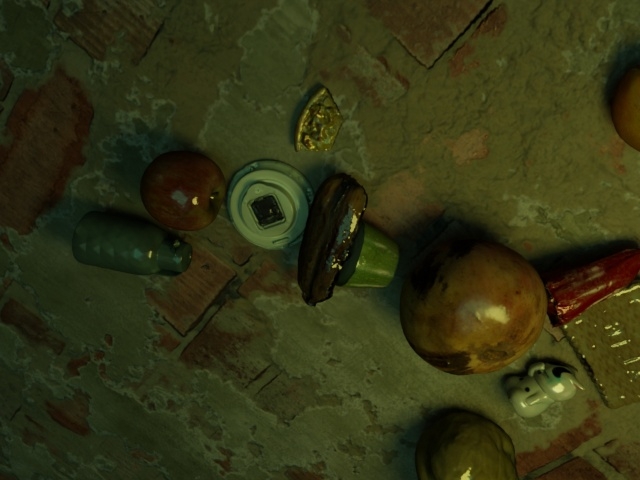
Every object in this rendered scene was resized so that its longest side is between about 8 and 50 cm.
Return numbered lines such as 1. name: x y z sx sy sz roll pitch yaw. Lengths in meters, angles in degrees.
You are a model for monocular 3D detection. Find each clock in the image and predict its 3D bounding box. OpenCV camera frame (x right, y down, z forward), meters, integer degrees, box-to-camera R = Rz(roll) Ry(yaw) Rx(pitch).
1. clock: -0.126 -0.078 1.219 0.237 0.053 0.236 5 115 10

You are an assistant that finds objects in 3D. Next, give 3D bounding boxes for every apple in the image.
1. apple: -0.324 -0.119 1.167 0.174 0.188 0.188 17 115 13

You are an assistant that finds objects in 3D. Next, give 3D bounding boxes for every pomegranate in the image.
1. pomegranate: 0.332 0.148 1.096 0.322 0.322 0.321 4 113 10

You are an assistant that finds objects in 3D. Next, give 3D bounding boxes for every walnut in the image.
1. walnut: 0.380 0.606 1.290 0.253 0.277 0.282 39 126 0

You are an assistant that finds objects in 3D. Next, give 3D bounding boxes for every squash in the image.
1. squash: 0.109 0.040 1.168 0.123 0.170 0.170 15 116 -11

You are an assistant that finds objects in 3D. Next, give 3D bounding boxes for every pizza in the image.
1. pizza: -0.004 -0.264 1.122 0.099 0.035 0.160 27 116 -1

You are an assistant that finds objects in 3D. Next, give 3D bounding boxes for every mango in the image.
1. mango: 0.663 -0.229 0.960 0.138 0.113 0.253 -41 107 17

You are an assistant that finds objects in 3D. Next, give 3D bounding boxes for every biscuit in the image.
1. biscuit: 0.731 0.256 1.188 0.217 0.044 0.324 -31 103 22

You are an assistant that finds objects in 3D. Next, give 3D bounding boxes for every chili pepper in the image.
1. chili pepper: 0.610 0.099 1.102 0.253 0.136 0.144 -23 108 3

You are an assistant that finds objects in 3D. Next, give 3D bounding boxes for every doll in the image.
1. doll: 0.554 0.371 1.239 0.181 0.110 0.107 -41 101 21

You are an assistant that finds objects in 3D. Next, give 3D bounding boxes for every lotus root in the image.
1. lotus root: -0.001 0.001 1.157 0.078 0.167 0.329 7 109 -32

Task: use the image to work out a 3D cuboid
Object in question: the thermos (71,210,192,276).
1. thermos: -0.480 0.028 1.294 0.287 0.144 0.182 13 147 5
